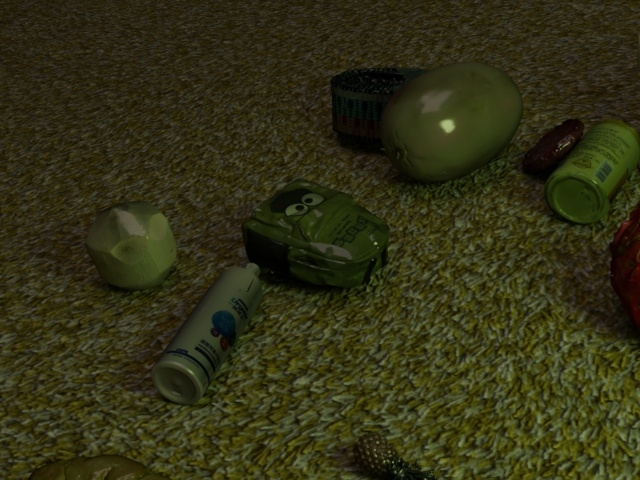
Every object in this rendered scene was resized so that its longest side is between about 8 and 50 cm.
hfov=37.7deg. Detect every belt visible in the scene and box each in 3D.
[{"bbox_3d":[0.151,-0.302,2.076,0.258,0.149,0.207,7,27,21],"label":"belt"}]

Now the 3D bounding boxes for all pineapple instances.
[{"bbox_3d":[0.102,0.306,1.264,0.058,0.058,0.124,-34,41,-32],"label":"pineapple"}]

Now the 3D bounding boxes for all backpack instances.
[{"bbox_3d":[0.000,0.000,1.675,0.253,0.140,0.207,22,44,28],"label":"backpack"}]

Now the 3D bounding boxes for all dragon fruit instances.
[{"bbox_3d":[0.543,0.060,1.404,0.205,0.210,0.268,14,26,-16],"label":"dragon fruit"}]

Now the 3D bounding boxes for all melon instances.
[{"bbox_3d":[0.261,-0.239,1.884,0.317,0.223,0.223,-29,39,-24],"label":"melon"}]

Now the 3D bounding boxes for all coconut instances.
[{"bbox_3d":[-0.348,0.000,1.725,0.161,0.162,0.161,-6,34,4],"label":"coconut"}]

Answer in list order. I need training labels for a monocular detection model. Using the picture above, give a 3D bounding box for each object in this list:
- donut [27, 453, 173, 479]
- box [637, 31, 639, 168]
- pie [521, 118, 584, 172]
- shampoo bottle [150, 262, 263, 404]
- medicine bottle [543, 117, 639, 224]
[{"bbox_3d":[-0.277,0.378,1.179,0.262,0.128,0.208,15,39,32],"label":"donut"},{"bbox_3d":[0.794,-0.244,1.700,0.315,0.299,0.312,-21,35,-16],"label":"box"},{"bbox_3d":[0.467,-0.190,1.875,0.154,0.036,0.154,-41,9,8],"label":"pie"},{"bbox_3d":[-0.170,0.136,1.548,0.092,0.092,0.303,6,36,21],"label":"shampoo bottle"},{"bbox_3d":[0.519,-0.134,1.765,0.124,0.124,0.239,16,40,32],"label":"medicine bottle"}]
